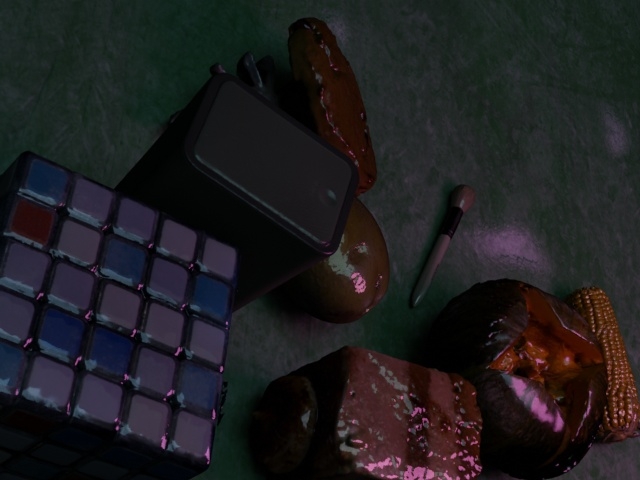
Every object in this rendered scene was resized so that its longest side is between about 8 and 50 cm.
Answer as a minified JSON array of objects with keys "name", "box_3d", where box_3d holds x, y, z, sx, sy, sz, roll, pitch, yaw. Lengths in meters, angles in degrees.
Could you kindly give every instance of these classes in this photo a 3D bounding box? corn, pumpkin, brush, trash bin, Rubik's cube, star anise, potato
[{"name":"corn","box_3d":[0.493,0.209,2.029,0.106,0.106,0.293,12,58,-34]},{"name":"pumpkin","box_3d":[0.305,0.207,1.810,0.320,0.192,0.321,17,57,-29]},{"name":"brush","box_3d":[0.202,0.005,1.957,0.042,0.039,0.299,40,50,-10]},{"name":"trash bin","box_3d":[-0.145,-0.025,1.467,0.223,0.343,0.158,33,50,-19]},{"name":"Rubik's cube","box_3d":[-0.292,0.125,1.298,0.293,0.287,0.292,23,52,-29]},{"name":"star anise","box_3d":[-0.113,-0.179,1.754,0.257,0.110,0.198,-34,105,-38]},{"name":"potato","box_3d":[0.000,0.000,1.706,0.251,0.159,0.174,55,20,12]}]

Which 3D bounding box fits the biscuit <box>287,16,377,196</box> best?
[{"name":"biscuit","box_3d":[0.027,-0.210,1.808,0.296,0.075,0.296,-16,90,-79]}]

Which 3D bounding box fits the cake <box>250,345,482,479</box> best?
[{"name":"cake","box_3d":[0.051,0.257,1.575,0.293,0.198,0.196,23,56,-27]}]
